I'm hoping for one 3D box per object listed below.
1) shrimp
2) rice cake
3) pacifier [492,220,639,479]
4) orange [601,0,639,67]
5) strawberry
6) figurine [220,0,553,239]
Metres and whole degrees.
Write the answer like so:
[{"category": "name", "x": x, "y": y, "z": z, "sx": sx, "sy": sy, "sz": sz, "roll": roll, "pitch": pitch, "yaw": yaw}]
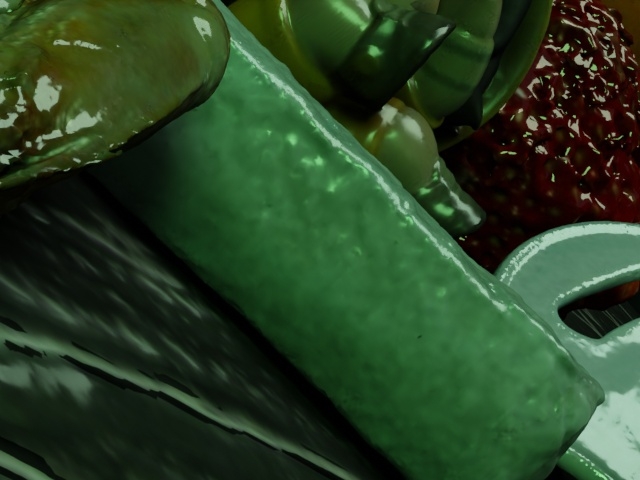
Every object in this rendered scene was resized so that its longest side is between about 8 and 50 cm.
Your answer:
[{"category": "shrimp", "x": -0.076, "y": -0.038, "z": 0.370, "sx": 0.101, "sy": 0.042, "sz": 0.190, "roll": 9, "pitch": 23, "yaw": 1}, {"category": "rice cake", "x": 0.000, "y": 0.000, "z": 0.491, "sx": 0.206, "sy": 0.069, "sz": 0.063, "roll": 47, "pitch": 9, "yaw": -5}, {"category": "pacifier", "x": 0.217, "y": 0.065, "z": 0.691, "sx": 0.238, "sy": 0.226, "sz": 0.287, "roll": -15, "pitch": 57, "yaw": -34}, {"category": "orange", "x": 0.137, "y": -0.251, "z": 1.456, "sx": 0.424, "sy": 0.326, "sz": 0.424, "roll": 29, "pitch": 26, "yaw": -16}, {"category": "strawberry", "x": 0.107, "y": -0.047, "z": 0.896, "sx": 0.201, "sy": 0.184, "sz": 0.187, "roll": 58, "pitch": 15, "yaw": 13}, {"category": "figurine", "x": 0.005, "y": -0.104, "z": 0.700, "sx": 0.192, "sy": 0.167, "sz": 0.257, "roll": 57, "pitch": 27, "yaw": -18}]
